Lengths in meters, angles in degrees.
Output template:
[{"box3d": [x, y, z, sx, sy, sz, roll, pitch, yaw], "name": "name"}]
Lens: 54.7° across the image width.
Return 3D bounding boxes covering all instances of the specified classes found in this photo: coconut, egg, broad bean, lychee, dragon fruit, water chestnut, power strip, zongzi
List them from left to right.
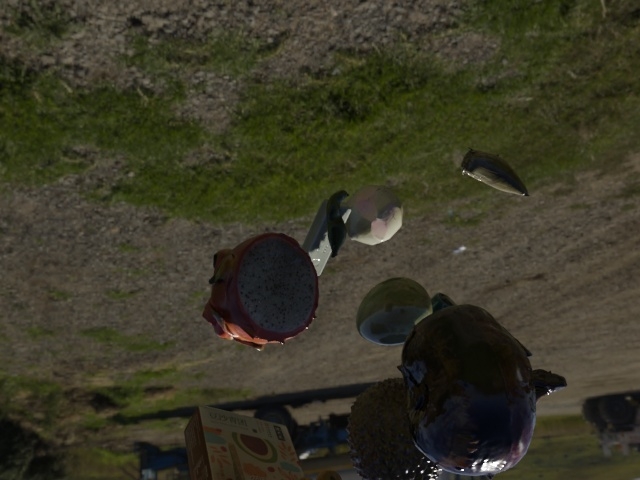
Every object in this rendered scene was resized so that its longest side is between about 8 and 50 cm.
[{"box3d": [-0.174, 0.136, 1.608, 0.306, 0.305, 0.226, 11, 163, -39], "name": "dragon fruit"}, {"box3d": [0.000, 0.000, 2.133, 0.098, 0.058, 0.338, 7, 120, -36], "name": "power strip"}, {"box3d": [0.049, -0.052, 1.925, 0.071, 0.213, 0.048, 4, -174, -13], "name": "broad bean"}, {"box3d": [0.190, -0.093, 2.389, 0.230, 0.227, 0.227, -42, 175, -24], "name": "coconut"}, {"box3d": [0.238, 0.247, 2.076, 0.218, 0.218, 0.295, 13, 140, -43], "name": "egg"}, {"box3d": [0.277, 0.674, 2.130, 0.381, 0.432, 0.380, 12, 129, 15], "name": "lychee"}, {"box3d": [0.285, 0.260, 1.093, 0.300, 0.299, 0.300, -4, 161, -1], "name": "water chestnut"}, {"box3d": [0.566, -0.211, 2.001, 0.195, 0.197, 0.099, 5, 125, -39], "name": "zongzi"}]

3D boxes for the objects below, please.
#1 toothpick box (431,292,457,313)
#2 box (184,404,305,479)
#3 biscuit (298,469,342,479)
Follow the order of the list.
[{"box3d": [0.405, 0.279, 2.212, 0.120, 0.120, 0.184, 16, 117, -47], "name": "toothpick box"}, {"box3d": [-0.236, 0.728, 1.978, 0.345, 0.385, 0.122, 22, 106, -26], "name": "box"}, {"box3d": [-0.005, 0.627, 1.434, 0.035, 0.158, 0.240, -26, -170, 35], "name": "biscuit"}]
